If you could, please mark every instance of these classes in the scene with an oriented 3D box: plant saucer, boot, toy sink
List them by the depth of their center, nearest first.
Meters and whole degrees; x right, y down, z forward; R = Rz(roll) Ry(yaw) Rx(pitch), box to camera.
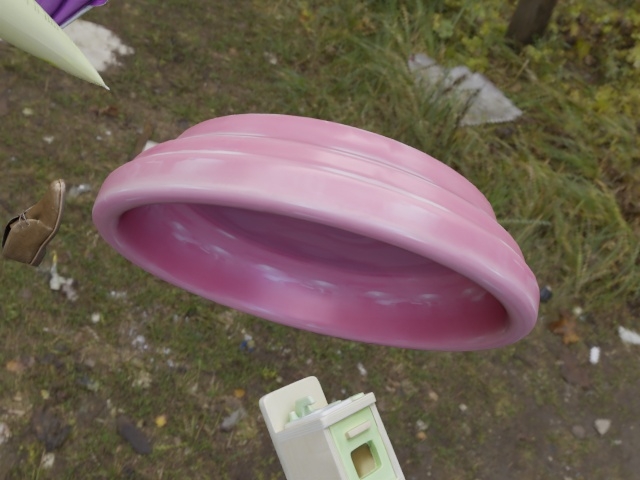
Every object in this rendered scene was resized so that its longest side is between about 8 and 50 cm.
[{"bbox_3d":[0.000,0.000,0.585,0.332,0.332,0.084,18,71,-13],"label":"plant saucer"},{"bbox_3d":[0.024,0.345,1.316,0.153,0.131,0.234,-11,76,-51],"label":"toy sink"},{"bbox_3d":[-0.803,-0.052,2.144,0.115,0.305,0.112,16,32,-34],"label":"boot"}]

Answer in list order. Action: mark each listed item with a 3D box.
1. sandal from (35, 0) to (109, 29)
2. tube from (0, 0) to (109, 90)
[{"bbox_3d":[-0.352,-0.430,1.155,0.169,0.416,0.102,33,31,-34],"label":"sandal"},{"bbox_3d":[-0.270,-0.197,0.611,0.240,0.062,0.070,35,46,-57],"label":"tube"}]
